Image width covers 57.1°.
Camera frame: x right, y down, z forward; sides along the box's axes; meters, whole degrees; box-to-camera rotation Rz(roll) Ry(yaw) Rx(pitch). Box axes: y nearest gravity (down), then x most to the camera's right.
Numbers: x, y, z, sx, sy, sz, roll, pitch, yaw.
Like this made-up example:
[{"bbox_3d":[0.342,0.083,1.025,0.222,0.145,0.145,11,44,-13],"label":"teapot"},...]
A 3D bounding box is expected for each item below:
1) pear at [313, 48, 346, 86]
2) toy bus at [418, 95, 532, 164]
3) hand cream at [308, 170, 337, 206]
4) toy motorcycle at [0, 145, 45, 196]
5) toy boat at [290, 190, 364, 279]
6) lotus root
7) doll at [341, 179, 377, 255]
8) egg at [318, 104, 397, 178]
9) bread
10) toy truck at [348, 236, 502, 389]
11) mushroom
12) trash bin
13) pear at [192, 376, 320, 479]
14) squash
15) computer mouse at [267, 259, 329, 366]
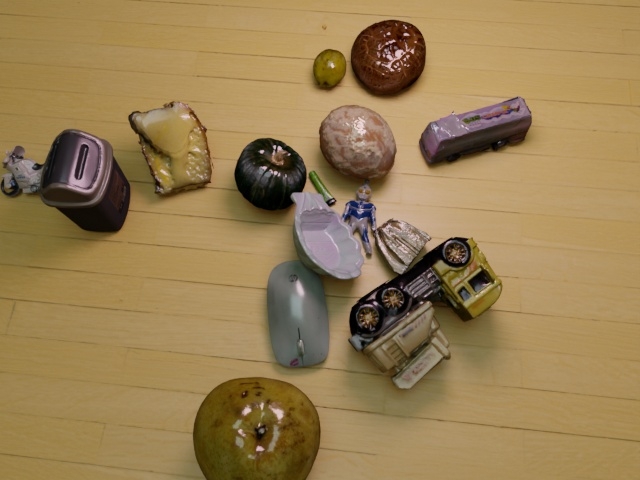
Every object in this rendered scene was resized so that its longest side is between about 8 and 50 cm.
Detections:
[{"bbox_3d":[0.031,-0.545,1.852,0.107,0.107,0.131,17,73,8],"label":"pear"},{"bbox_3d":[0.456,-0.323,1.731,0.317,0.138,0.112,-17,67,-7],"label":"toy bus"},{"bbox_3d":[0.003,-0.154,1.738,0.036,0.023,0.122,-32,71,0],"label":"hand cream"},{"bbox_3d":[-0.853,-0.213,1.757,0.221,0.102,0.150,-5,89,3],"label":"toy motorcycle"},{"bbox_3d":[0.000,0.000,1.594,0.199,0.100,0.290,2,56,-39],"label":"toy boat"},{"bbox_3d":[0.219,0.009,1.643,0.143,0.070,0.144,-43,77,-8],"label":"lotus root"},{"bbox_3d":[0.110,-0.073,1.686,0.114,0.057,0.227,6,72,9],"label":"doll"},{"bbox_3d":[0.108,-0.280,1.695,0.245,0.203,0.203,41,75,6],"label":"egg"},{"bbox_3d":[-0.425,-0.277,1.732,0.204,0.162,0.262,-13,110,-5],"label":"bread"},{"bbox_3d":[0.269,0.180,1.499,0.405,0.180,0.254,-37,82,-6],"label":"toy truck"},{"bbox_3d":[0.213,-0.582,1.841,0.253,0.153,0.253,-5,67,11],"label":"mushroom"},{"bbox_3d":[-0.641,-0.155,1.617,0.182,0.290,0.209,1,67,2],"label":"trash bin"},{"bbox_3d":[-0.150,0.461,1.358,0.304,0.304,0.303,-1,68,2],"label":"pear"},{"bbox_3d":[-0.142,-0.191,1.677,0.218,0.172,0.218,-2,57,3],"label":"squash"},{"bbox_3d":[-0.061,0.188,1.566,0.160,0.097,0.288,-5,67,-3],"label":"computer mouse"}]
